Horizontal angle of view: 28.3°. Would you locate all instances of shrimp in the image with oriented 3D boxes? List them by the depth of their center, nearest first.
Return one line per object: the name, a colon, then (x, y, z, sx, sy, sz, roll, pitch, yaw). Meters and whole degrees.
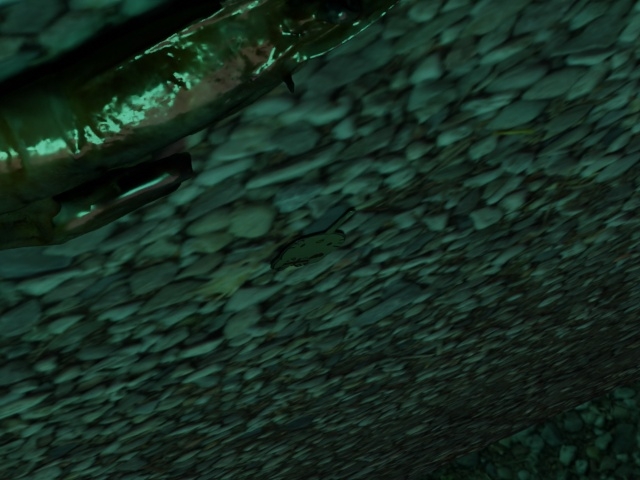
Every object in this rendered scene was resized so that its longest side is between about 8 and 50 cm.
shrimp: (-0.079, -0.057, 0.625, 0.296, 0.058, 0.169, -24, 168, 7)

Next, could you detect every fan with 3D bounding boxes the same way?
fan: (0.000, 0.000, 0.926, 0.056, 0.004, 0.083, -6, 153, -43)
